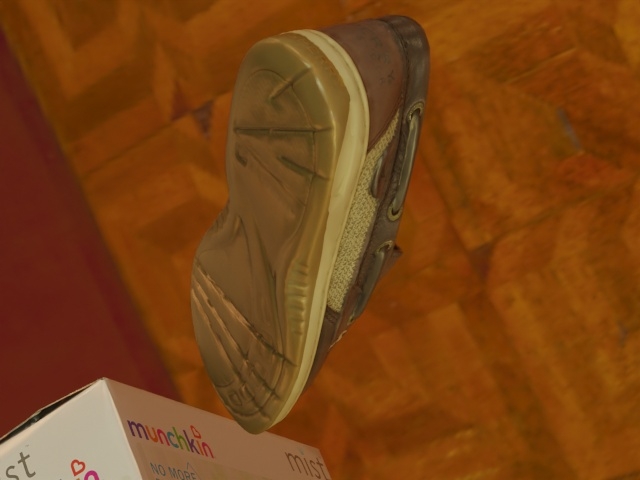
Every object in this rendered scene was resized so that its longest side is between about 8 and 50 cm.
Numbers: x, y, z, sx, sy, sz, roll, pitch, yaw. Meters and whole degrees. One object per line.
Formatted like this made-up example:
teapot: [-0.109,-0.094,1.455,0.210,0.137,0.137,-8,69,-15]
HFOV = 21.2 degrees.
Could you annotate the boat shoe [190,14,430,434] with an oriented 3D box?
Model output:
boat shoe: [0.000,-0.001,0.697,0.080,0.073,0.223,52,149,29]

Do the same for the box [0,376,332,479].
box: [-0.069,0.230,1.027,0.127,0.262,0.231,-33,61,17]
